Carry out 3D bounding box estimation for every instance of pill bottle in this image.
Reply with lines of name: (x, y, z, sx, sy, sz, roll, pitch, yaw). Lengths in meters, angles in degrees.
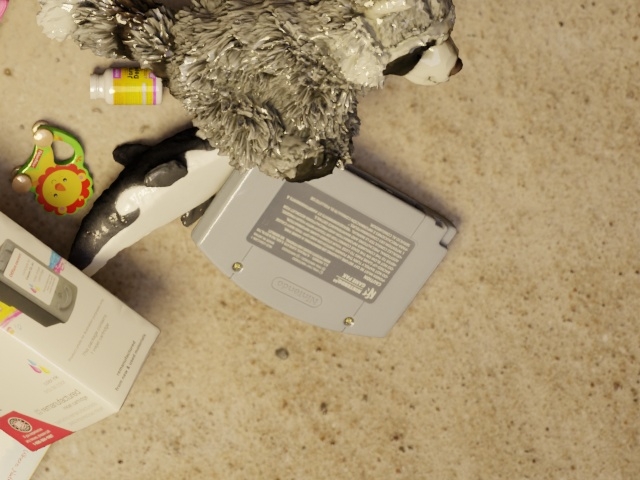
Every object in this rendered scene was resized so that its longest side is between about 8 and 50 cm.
pill bottle: (-0.226, -0.179, 1.761, 0.083, 0.043, 0.043, -1, 111, -8)

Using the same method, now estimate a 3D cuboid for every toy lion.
toy lion: (-0.312, -0.080, 1.797, 0.096, 0.034, 0.100, 21, 106, -22)

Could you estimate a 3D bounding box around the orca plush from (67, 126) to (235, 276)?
orca plush: (-0.216, -0.062, 1.805, 0.287, 0.102, 0.151, -44, 156, 18)

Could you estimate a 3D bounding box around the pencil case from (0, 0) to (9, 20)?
pencil case: (-0.418, -0.208, 1.699, 0.098, 0.095, 0.209, 28, 108, 15)

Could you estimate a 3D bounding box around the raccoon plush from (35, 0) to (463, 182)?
raccoon plush: (-0.070, -0.244, 1.603, 0.446, 0.216, 0.299, 13, 138, -12)

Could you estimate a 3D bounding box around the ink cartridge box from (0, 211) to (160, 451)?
ink cartridge box: (-0.376, 0.093, 1.745, 0.306, 0.131, 0.226, 37, 143, -20)

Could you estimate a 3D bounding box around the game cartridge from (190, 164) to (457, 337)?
game cartridge: (0.000, 0.000, 1.830, 0.297, 0.062, 0.198, 28, 109, -30)

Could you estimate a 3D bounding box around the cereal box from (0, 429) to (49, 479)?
cereal box: (-0.460, 0.233, 1.858, 0.240, 0.047, 0.173, 34, 81, -18)
